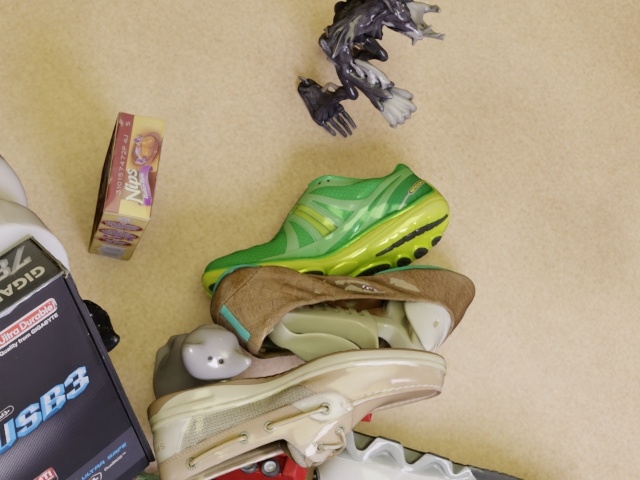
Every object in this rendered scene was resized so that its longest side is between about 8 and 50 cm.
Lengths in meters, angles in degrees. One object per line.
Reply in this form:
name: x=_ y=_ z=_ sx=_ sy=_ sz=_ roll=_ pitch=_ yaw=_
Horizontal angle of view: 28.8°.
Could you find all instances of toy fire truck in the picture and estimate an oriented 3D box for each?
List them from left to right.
toy fire truck: x=-0.050 y=0.197 z=1.319 sx=0.192 sy=0.047 sz=0.135 roll=7 pitch=53 yaw=15

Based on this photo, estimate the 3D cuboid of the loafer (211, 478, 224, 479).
loafer: x=-0.187 y=0.397 z=1.269 sx=0.133 sy=0.130 sz=0.366 roll=22 pitch=57 yaw=34

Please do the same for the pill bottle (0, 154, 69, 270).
pill bottle: x=-0.408 y=-0.037 z=1.178 sx=0.210 sy=0.210 sz=0.363 roll=-38 pitch=56 yaw=-19

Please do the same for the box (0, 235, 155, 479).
box: x=-0.313 y=0.186 z=1.096 sx=0.295 sy=0.293 sz=0.073 roll=-36 pitch=51 yaw=-22

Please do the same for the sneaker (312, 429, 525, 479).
sneaker: x=0.146 y=0.315 z=1.364 sx=0.330 sy=0.122 sz=0.146 roll=15 pitch=75 yaw=1

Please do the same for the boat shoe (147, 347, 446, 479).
boat shoe: x=-0.016 y=0.179 z=1.234 sx=0.302 sy=0.109 sz=0.098 roll=-11 pitch=68 yaw=-6

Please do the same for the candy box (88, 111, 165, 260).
candy box: x=-0.207 y=-0.053 z=1.322 sx=0.053 sy=0.186 sz=0.109 roll=10 pitch=75 yaw=-11

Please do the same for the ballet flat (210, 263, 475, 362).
ballet flat: x=0.047 y=0.092 z=1.345 sx=0.342 sy=0.116 sz=0.124 roll=6 pitch=33 yaw=-34

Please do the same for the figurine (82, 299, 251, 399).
figurine: x=-0.183 y=0.117 z=1.275 sx=0.214 sy=0.209 sz=0.092 roll=11 pitch=74 yaw=-12

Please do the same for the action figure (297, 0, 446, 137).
action figure: x=0.065 y=-0.217 z=1.384 sx=0.141 sy=0.276 sz=0.164 roll=30 pitch=71 yaw=-5

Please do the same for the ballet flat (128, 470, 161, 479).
ballet flat: x=-0.193 y=0.255 z=1.270 sx=0.221 sy=0.077 sz=0.079 roll=14 pitch=29 yaw=25

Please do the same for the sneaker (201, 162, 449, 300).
sneaker: x=0.000 y=0.000 z=1.422 sx=0.295 sy=0.109 sz=0.123 roll=-21 pitch=54 yaw=-13
